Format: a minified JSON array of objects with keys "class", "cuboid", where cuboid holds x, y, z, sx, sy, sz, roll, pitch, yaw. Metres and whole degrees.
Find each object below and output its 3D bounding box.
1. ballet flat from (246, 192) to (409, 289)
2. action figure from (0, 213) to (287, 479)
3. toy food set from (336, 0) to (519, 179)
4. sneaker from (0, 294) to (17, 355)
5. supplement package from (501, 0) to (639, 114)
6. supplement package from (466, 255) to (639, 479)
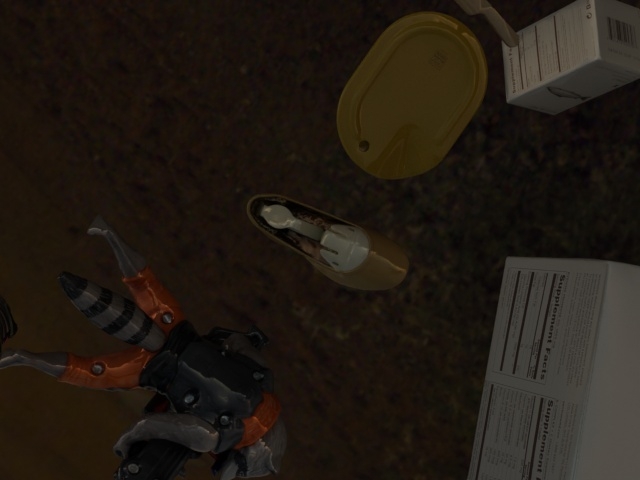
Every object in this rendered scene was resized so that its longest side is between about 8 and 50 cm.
[{"class":"ballet flat","cuboid":[0.000,0.000,1.322,0.232,0.080,0.073,22,177,31]},{"class":"action figure","cuboid":[-0.183,0.177,1.167,0.330,0.341,0.178,35,149,-11]},{"class":"toy food set","cuboid":[0.099,-0.164,1.098,0.128,0.218,0.071,37,179,-14]},{"class":"sneaker","cuboid":[-0.478,0.140,1.549,0.063,0.170,0.075,-26,138,12]},{"class":"supplement package","cuboid":[0.362,-0.264,1.529,0.105,0.105,0.179,7,163,-34]},{"class":"supplement package","cuboid":[0.280,0.133,0.859,0.262,0.204,0.145,11,177,-22]}]
